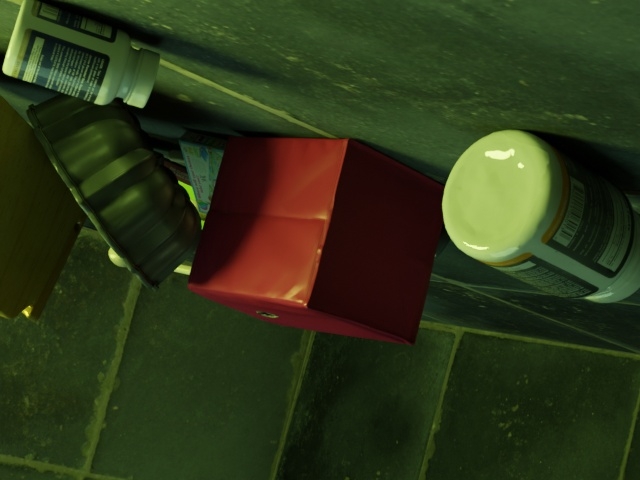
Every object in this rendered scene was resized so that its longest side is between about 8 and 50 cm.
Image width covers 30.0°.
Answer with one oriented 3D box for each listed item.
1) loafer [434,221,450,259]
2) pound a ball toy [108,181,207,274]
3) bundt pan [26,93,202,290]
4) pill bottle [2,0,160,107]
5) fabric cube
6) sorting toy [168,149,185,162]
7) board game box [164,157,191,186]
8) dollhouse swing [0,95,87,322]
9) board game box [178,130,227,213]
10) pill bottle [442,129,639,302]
[{"bbox_3d":[0.154,0.000,2.204,0.095,0.109,0.302,35,164,-6],"label":"loafer"},{"bbox_3d":[-0.240,-0.012,2.403,0.319,0.208,0.136,14,172,4],"label":"pound a ball toy"},{"bbox_3d":[-0.288,-0.094,1.770,0.331,0.124,0.331,56,178,3],"label":"bundt pan"},{"bbox_3d":[-0.280,-0.215,1.411,0.169,0.094,0.094,17,172,-16],"label":"pill bottle"},{"bbox_3d":[0.000,0.000,1.810,0.258,0.259,0.254,6,168,43],"label":"fabric cube"},{"bbox_3d":[-0.128,-0.122,2.051,0.193,0.038,0.208,11,176,32],"label":"sorting toy"},{"bbox_3d":[-0.230,-0.112,2.090,0.281,0.027,0.145,24,-177,6],"label":"board game box"},{"bbox_3d":[-0.555,-0.101,1.749,0.305,0.315,0.347,16,163,20],"label":"dollhouse swing"},{"bbox_3d":[-0.166,-0.101,1.946,0.103,0.026,0.154,15,138,27],"label":"board game box"},{"bbox_3d":[0.289,-0.019,1.469,0.162,0.162,0.278,8,169,44],"label":"pill bottle"}]
